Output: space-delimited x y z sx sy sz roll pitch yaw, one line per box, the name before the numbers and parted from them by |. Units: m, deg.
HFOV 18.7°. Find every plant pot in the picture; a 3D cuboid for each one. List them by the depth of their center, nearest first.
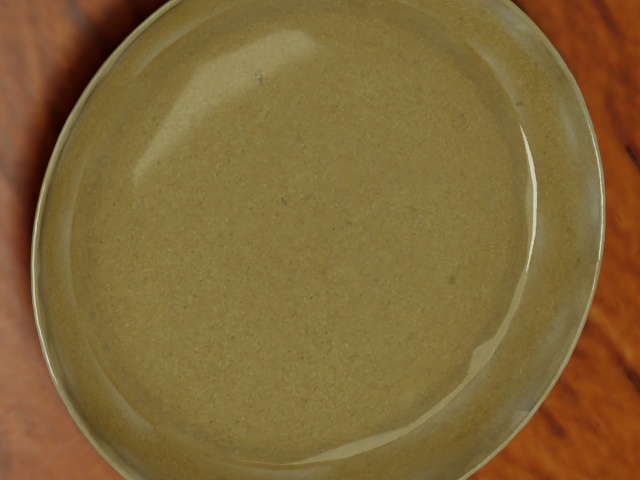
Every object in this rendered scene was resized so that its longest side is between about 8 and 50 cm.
plant pot | 0.000 0.000 0.760 0.236 0.032 0.236 -6 107 -19
